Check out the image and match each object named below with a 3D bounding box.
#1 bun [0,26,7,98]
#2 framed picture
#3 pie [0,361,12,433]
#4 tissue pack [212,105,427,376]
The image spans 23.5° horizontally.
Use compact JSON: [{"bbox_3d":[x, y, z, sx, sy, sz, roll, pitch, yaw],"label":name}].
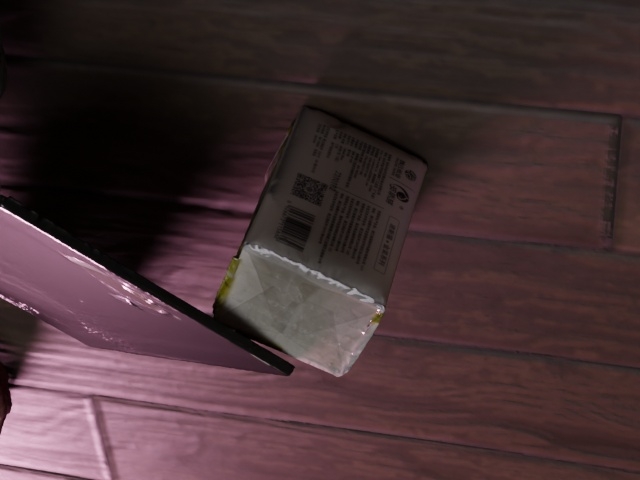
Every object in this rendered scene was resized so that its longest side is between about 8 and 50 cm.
[{"bbox_3d":[-0.364,-0.166,0.995,0.354,0.194,0.354,3,148,2],"label":"bun"},{"bbox_3d":[-0.194,0.031,1.121,0.244,0.013,0.324,33,162,-30],"label":"framed picture"},{"bbox_3d":[-0.378,0.117,1.372,0.219,0.054,0.204,2,132,19],"label":"pie"},{"bbox_3d":[0.000,0.001,1.070,0.106,0.148,0.099,25,135,-4],"label":"tissue pack"}]
